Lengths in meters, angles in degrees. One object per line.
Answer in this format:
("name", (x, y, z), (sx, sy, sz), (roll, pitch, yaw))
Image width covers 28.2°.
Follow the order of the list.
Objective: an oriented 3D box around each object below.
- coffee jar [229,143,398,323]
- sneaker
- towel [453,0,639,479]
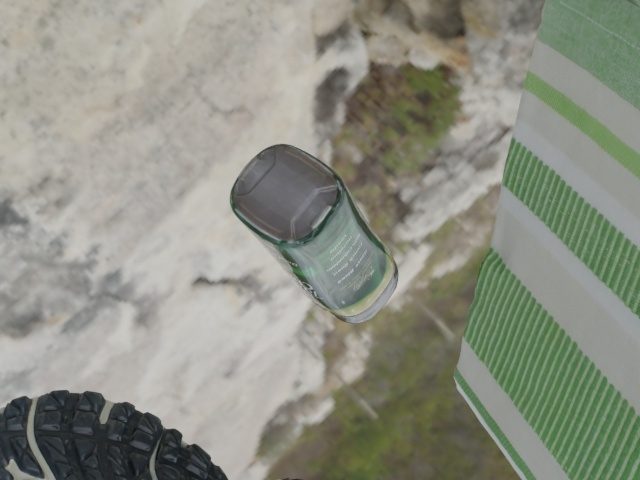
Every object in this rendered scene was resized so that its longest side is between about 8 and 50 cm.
("coffee jar", (0.000, 0.000, 1.068), (0.079, 0.096, 0.184), (-51, 148, -8))
("sneaker", (-0.090, 0.182, 0.698), (0.283, 0.110, 0.122), (30, 119, -33))
("towel", (0.169, 0.018, 0.775), (0.038, 0.248, 0.325), (0, 117, -19))
